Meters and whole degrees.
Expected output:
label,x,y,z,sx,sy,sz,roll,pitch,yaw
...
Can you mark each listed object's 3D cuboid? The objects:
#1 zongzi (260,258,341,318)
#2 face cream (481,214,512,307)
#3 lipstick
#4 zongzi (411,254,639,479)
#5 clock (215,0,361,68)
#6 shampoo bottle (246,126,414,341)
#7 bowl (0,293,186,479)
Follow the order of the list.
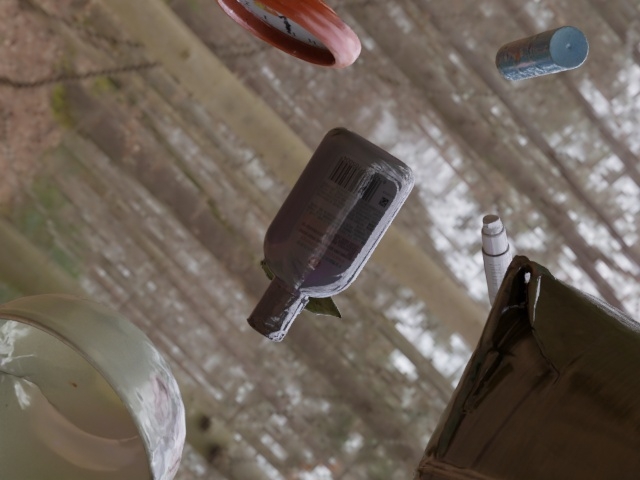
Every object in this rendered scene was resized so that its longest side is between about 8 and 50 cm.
label,x,y,z,sx,sy,sz,roll,pitch,yaw
zongzi,-0.026,0.062,1.908,0.052,0.104,0.113,-48,-148,-9
face cream,0.205,0.024,1.576,0.034,0.130,0.034,-9,-141,7
lipstick,0.245,-0.208,1.530,0.048,0.048,0.158,-47,-168,-9
zongzi,0.184,0.253,0.786,0.418,0.181,0.447,-55,-140,0
clock,-0.042,-0.275,1.657,0.051,0.205,0.205,-60,-163,-7
shampoo bottle,0.000,0.000,1.029,0.165,0.080,0.040,-58,-161,7
bowl,-0.247,0.169,1.389,0.277,0.277,0.145,-33,-174,36
